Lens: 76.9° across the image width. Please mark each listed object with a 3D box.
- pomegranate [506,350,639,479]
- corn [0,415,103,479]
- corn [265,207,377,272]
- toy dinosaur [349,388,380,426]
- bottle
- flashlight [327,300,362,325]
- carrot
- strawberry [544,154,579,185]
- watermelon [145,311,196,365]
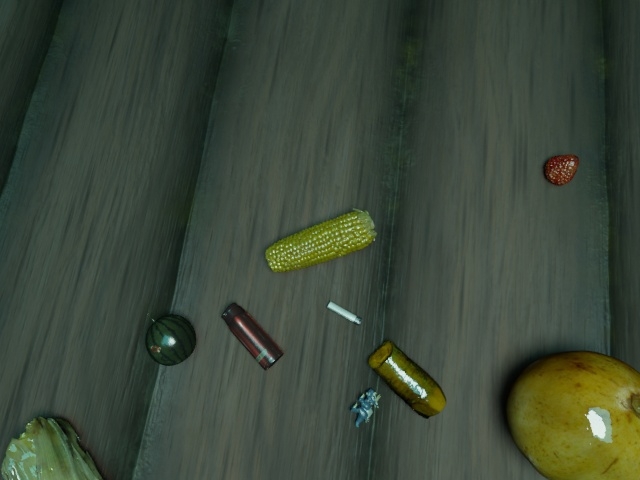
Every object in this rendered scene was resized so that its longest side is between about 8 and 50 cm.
[{"bbox_3d":[0.482,0.338,0.750,0.264,0.264,0.264,-1,77,2],"label":"pomegranate"},{"bbox_3d":[-0.523,0.506,0.817,0.123,0.122,0.305,-42,77,-8],"label":"corn"},{"bbox_3d":[0.002,0.005,0.927,0.260,0.091,0.091,-19,79,1],"label":"corn"},{"bbox_3d":[0.097,0.362,0.870,0.047,0.030,0.083,39,82,12],"label":"toy dinosaur"},{"bbox_3d":[-0.156,0.211,0.905,0.060,0.060,0.164,-43,79,-7],"label":"bottle"},{"bbox_3d":[0.055,0.167,0.923,0.083,0.018,0.018,28,79,9],"label":"flashlight"},{"bbox_3d":[0.185,0.296,0.856,0.173,0.082,0.082,41,82,7],"label":"carrot"},{"bbox_3d":[0.574,-0.170,0.948,0.073,0.083,0.073,2,79,-13],"label":"strawberry"},{"bbox_3d":[-0.336,0.208,0.883,0.105,0.105,0.133,-36,98,-6],"label":"watermelon"}]
